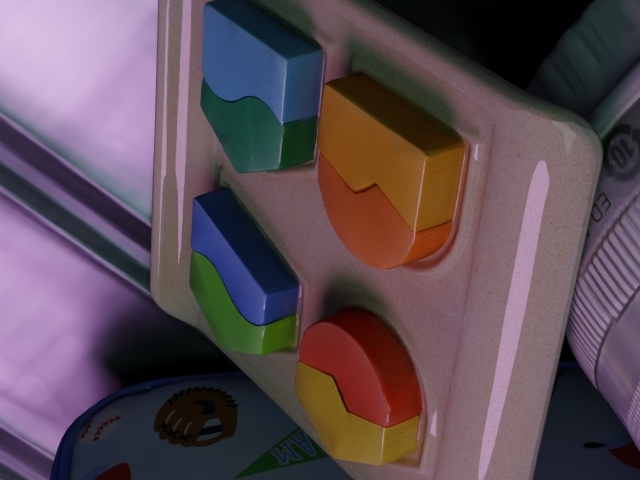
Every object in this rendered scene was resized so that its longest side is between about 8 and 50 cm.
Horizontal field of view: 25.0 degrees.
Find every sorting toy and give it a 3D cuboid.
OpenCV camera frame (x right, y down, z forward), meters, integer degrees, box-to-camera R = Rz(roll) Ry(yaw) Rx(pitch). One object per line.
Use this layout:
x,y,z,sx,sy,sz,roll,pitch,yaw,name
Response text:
0.000,0.000,0.537,0.038,0.208,0.193,-21,131,-36,sorting toy

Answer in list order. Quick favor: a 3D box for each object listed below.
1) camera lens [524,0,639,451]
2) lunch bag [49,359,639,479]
0.212,0.033,0.475,0.219,0.274,0.219,-24,151,-14,camera lens
0.035,0.158,0.598,0.303,0.243,0.115,-4,123,0,lunch bag
